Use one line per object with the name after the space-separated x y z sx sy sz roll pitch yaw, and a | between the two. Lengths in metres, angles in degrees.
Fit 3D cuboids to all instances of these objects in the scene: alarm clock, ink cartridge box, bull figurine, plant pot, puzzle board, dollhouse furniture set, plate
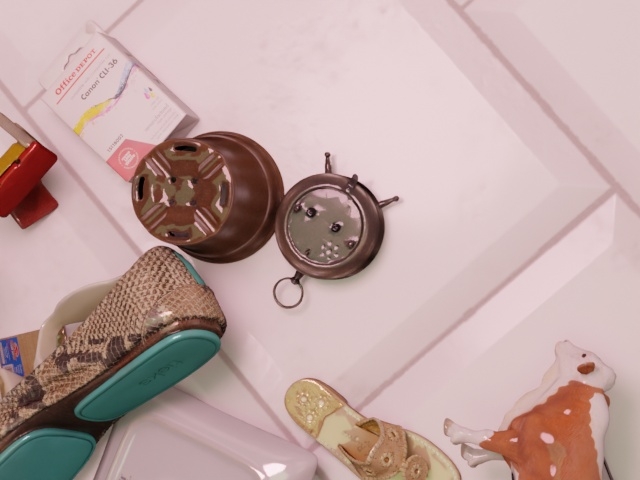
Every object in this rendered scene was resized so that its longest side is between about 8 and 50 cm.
0.000 0.000 1.760 0.129 0.064 0.192 32 99 10 | alarm clock
-0.264 -0.178 1.811 0.198 0.067 0.115 43 98 9 | ink cartridge box
0.245 0.267 1.619 0.188 0.101 0.310 -8 79 22 | bull figurine
-0.143 -0.054 1.735 0.167 0.165 0.167 0 90 12 | plant pot
-0.359 0.179 1.856 0.096 0.011 0.128 -14 86 12 | puzzle board
-0.432 0.046 1.781 0.152 0.201 0.374 42 90 15 | dollhouse furniture set
-0.173 0.337 1.775 0.278 0.045 0.277 23 95 22 | plate

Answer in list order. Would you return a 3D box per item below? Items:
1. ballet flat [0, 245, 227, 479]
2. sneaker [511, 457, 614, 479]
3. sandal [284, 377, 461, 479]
-0.315 0.183 1.761 0.483 0.164 0.182 -42 56 17 | ballet flat
0.292 0.318 1.691 0.121 0.079 0.217 -24 76 14 | sneaker
0.054 0.248 1.734 0.240 0.079 0.088 33 96 10 | sandal
